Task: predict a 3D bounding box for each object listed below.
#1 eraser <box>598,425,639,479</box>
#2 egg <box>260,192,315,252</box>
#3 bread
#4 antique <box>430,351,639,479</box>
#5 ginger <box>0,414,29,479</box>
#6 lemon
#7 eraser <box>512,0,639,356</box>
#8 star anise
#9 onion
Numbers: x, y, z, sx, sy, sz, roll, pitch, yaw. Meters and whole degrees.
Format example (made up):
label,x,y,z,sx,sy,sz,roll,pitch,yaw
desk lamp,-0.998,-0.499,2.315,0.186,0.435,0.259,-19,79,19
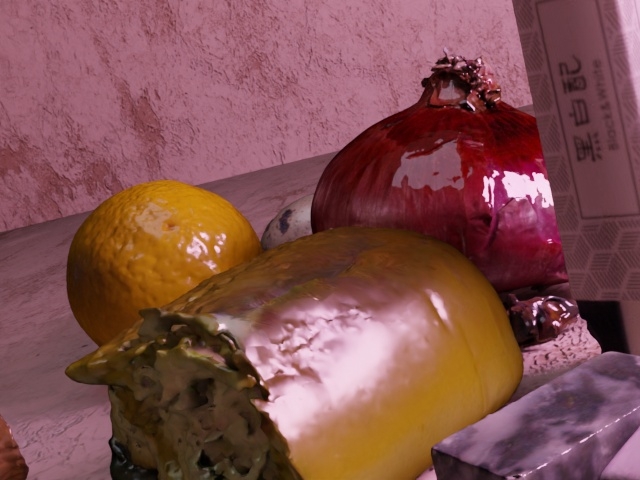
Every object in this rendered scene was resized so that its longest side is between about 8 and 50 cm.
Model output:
label,x,y,z,sx,sy,sz,roll,pitch,yaw
eraser,0.306,0.072,0.558,0.287,0.086,0.130,-43,16,-19
egg,0.000,0.000,1.389,0.182,0.141,0.141,-16,11,-14
bread,-0.009,0.109,0.785,0.251,0.208,0.377,1,16,42
antique,0.175,0.144,0.621,0.183,0.088,0.086,-21,13,-27
ginger,-0.441,0.221,0.990,0.354,0.126,0.190,-11,17,25
lemon,-0.196,0.045,1.209,0.268,0.267,0.267,-15,12,3
eraser,0.242,-0.078,0.778,0.098,0.403,0.096,-3,16,46
star anise,0.185,0.081,0.964,0.129,0.056,0.124,-1,9,42
onion,0.159,-0.072,1.065,0.348,0.285,0.347,-1,12,0
